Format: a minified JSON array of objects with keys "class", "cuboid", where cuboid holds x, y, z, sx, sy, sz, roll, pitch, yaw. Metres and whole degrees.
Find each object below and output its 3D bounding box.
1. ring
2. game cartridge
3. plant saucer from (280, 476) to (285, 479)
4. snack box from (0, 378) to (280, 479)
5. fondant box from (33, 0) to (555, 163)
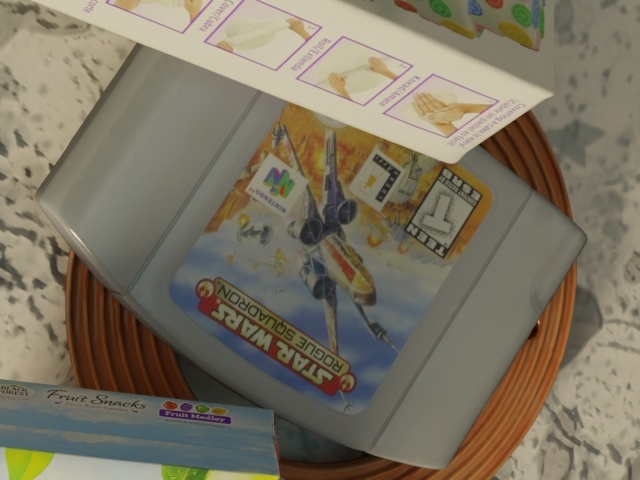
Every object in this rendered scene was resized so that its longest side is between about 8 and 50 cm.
[{"class":"ring","cuboid":[0.008,0.028,0.838,0.336,0.032,0.336,-4,99,-22]},{"class":"game cartridge","cuboid":[0.000,0.000,0.785,0.297,0.062,0.198,35,79,-23]},{"class":"plant saucer","cuboid":[-0.085,0.190,0.792,0.195,0.037,0.195,-2,116,-4]},{"class":"snack box","cuboid":[-0.123,0.181,0.726,0.174,0.070,0.207,8,114,-8]},{"class":"fondant box","cuboid":[-0.037,-0.206,0.693,0.330,0.096,0.238,19,59,-24]}]
